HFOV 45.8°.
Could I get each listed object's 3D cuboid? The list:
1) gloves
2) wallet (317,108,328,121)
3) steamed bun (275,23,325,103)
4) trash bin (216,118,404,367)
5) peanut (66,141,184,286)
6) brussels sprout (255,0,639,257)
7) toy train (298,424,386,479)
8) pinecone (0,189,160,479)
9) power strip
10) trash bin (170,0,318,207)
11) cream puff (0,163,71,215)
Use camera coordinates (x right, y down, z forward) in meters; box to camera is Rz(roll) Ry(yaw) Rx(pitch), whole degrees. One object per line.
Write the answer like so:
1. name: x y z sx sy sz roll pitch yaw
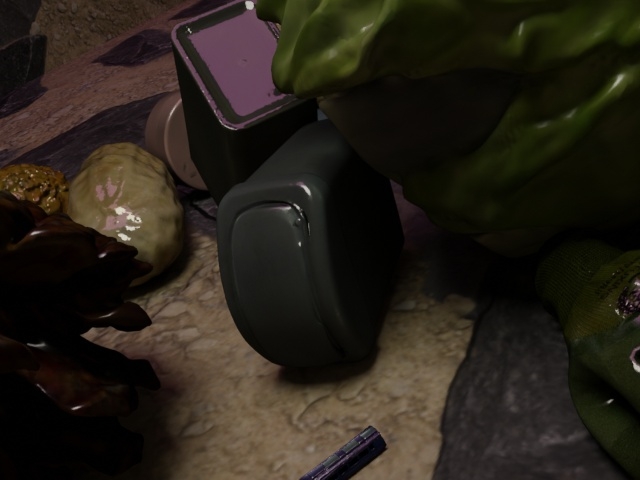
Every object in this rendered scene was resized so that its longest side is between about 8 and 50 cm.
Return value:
1. gloves: 0.214 0.067 0.493 0.135 0.107 0.268 -50 27 11
2. wallet: 0.071 -0.179 1.109 0.290 0.054 0.251 -30 29 -22
3. steamed bun: 0.004 -0.295 1.280 0.155 0.172 0.141 7 45 13
4. trash bin: 0.000 0.000 0.688 0.101 0.177 0.236 -9 24 23
5. peanut: -0.257 -0.046 0.993 0.152 0.152 0.313 -22 24 -3
6. brussels sprout: 0.175 -0.199 0.617 0.361 0.425 0.342 -39 41 24
7. toy train: 0.010 0.164 0.542 0.083 0.017 0.017 -32 28 -21
8. pinecone: -0.316 0.098 0.553 0.397 0.398 0.398 -16 27 8
9. power strip: -0.177 -0.148 1.119 0.154 0.154 0.078 -35 28 -27
10. trash bin: -0.082 -0.131 0.862 0.122 0.240 0.164 -26 67 -13
11. cream puff: -0.466 -0.050 1.167 0.189 0.129 0.189 -19 27 10
